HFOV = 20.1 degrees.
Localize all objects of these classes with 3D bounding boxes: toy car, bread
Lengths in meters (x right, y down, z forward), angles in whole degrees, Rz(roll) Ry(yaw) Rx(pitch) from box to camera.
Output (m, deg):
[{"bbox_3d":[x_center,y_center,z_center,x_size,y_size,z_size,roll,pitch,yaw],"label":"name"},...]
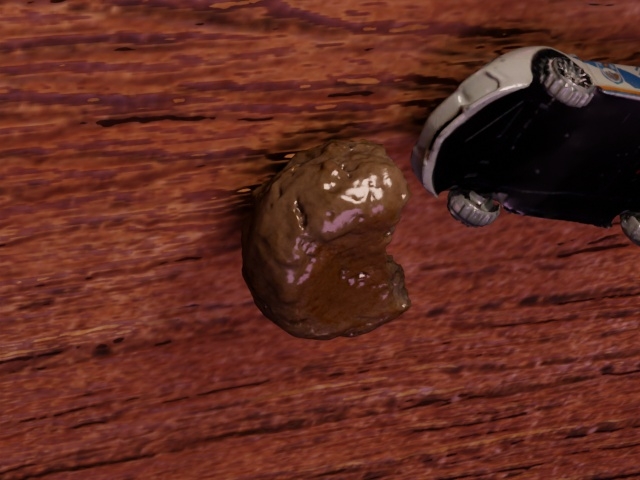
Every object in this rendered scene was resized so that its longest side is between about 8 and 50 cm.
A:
[{"bbox_3d":[0.131,-0.050,0.880,0.204,0.056,0.095,7,135,-34],"label":"toy car"},{"bbox_3d":[0.000,0.000,0.860,0.082,0.060,0.113,-17,144,-13],"label":"bread"}]
